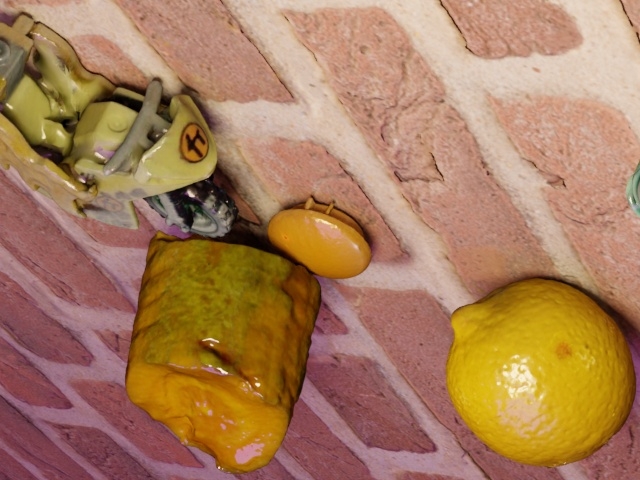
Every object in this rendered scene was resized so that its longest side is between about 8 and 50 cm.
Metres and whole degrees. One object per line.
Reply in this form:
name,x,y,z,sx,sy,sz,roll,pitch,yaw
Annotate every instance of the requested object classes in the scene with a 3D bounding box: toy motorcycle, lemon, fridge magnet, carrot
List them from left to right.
toy motorcycle,-0.288,-0.127,2.018,0.410,0.169,0.237,22,151,1
carrot,-0.125,0.109,2.162,0.241,0.341,0.241,6,149,4
fridge magnet,0.000,0.000,2.139,0.143,0.063,0.143,16,151,9
lemon,0.272,0.165,2.059,0.228,0.228,0.253,-10,137,46

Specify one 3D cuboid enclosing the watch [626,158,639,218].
watch,0.441,-0.032,1.753,0.195,0.068,0.237,-9,138,47
